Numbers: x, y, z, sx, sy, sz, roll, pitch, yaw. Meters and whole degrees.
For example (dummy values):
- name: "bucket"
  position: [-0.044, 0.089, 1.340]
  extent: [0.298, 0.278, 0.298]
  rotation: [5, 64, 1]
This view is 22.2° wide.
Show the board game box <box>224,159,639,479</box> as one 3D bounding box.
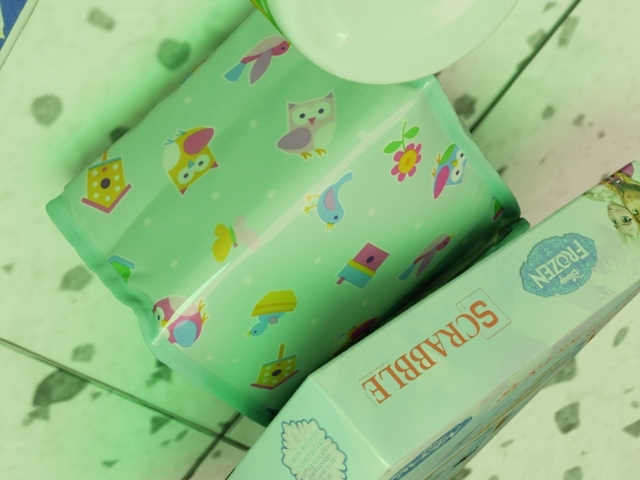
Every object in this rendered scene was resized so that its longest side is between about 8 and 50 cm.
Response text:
- name: "board game box"
  position: [0.049, 0.118, 1.002]
  extent: [0.318, 0.066, 0.318]
  rotation: [-30, 164, -43]

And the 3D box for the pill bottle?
- name: "pill bottle"
  position: [-0.008, -0.188, 0.796]
  extent: [0.136, 0.246, 0.136]
  rotation: [-15, 127, -20]

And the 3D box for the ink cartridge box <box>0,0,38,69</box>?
- name: "ink cartridge box"
  position: [-0.243, -0.079, 0.730]
  extent: [0.176, 0.069, 0.371]
  rotation: [41, 61, -38]

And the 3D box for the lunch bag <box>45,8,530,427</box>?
- name: "lunch bag"
  position: [0.000, 0.000, 0.996]
  extent: [0.223, 0.160, 0.262]
  rotation: [-42, 145, 0]
